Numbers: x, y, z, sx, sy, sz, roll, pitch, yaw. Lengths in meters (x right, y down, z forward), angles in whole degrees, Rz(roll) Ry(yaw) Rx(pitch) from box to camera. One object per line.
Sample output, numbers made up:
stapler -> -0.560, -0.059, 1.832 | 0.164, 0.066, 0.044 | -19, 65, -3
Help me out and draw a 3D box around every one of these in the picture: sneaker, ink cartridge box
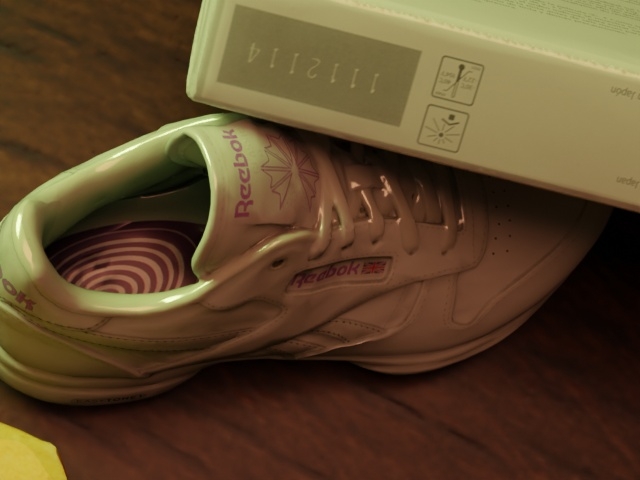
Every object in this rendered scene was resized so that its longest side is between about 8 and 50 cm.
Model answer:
sneaker -> 0.000, 0.000, 0.732 | 0.305, 0.152, 0.114 | -14, 73, -15
ink cartridge box -> 0.098, -0.098, 0.779 | 0.296, 0.261, 0.066 | 14, 113, -4

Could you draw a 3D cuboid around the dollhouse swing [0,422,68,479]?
dollhouse swing -> -0.291, 0.127, 0.581 | 0.305, 0.315, 0.347 | 17, 68, 18
